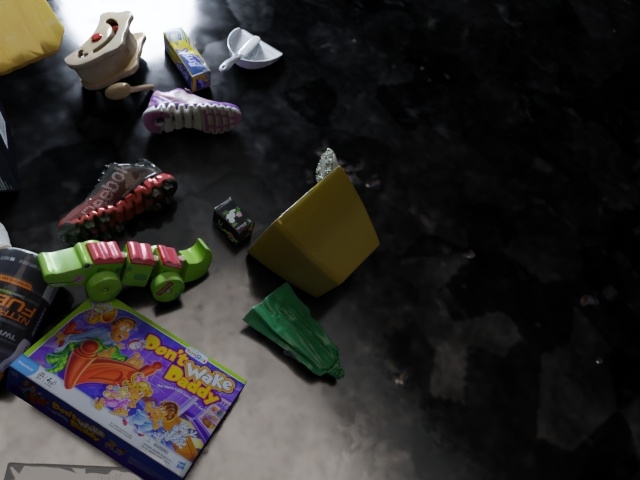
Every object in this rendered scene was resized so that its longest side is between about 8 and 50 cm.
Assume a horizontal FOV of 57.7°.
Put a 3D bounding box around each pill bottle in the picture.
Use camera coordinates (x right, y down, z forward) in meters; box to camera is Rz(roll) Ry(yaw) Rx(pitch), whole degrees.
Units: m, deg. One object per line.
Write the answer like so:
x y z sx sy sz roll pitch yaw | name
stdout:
-0.592 0.147 1.085 0.130 0.130 0.246 16 61 -5 | pill bottle

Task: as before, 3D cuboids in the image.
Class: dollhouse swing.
-0.844 -0.539 1.405 0.347 0.315 0.305 -37 116 -27 | dollhouse swing

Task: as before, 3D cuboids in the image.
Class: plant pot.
0.000 0.000 1.271 0.187 0.212 0.212 47 62 -1 | plant pot

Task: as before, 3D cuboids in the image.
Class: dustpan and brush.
-0.207 -0.496 1.552 0.147 0.060 0.211 32 60 4 | dustpan and brush

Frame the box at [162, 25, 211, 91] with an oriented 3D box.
-0.346 -0.471 1.506 0.054 0.059 0.169 -27 72 -22 | box

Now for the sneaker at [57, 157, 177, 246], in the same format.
-0.455 -0.092 1.261 0.276 0.097 0.135 -36 76 -29 | sneaker

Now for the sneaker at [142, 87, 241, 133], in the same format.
-0.314 -0.326 1.425 0.236 0.095 0.104 -1 56 -13 | sneaker

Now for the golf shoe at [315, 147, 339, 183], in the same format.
0.039 -0.143 1.438 0.086 0.069 0.176 11 62 -31 | golf shoe

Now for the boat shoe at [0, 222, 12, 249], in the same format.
-0.759 0.023 1.132 0.277 0.098 0.096 -12 66 -29 | boat shoe

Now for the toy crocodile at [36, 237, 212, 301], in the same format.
-0.377 0.048 1.157 0.340 0.105 0.115 4 38 -38 | toy crocodile

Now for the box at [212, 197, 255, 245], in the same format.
-0.197 -0.042 1.317 0.083 0.062 0.052 44 60 11 | box

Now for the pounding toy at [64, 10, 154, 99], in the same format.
-0.515 -0.430 1.440 0.154 0.155 0.269 -10 52 13 | pounding toy

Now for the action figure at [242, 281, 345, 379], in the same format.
-0.038 0.208 1.225 0.232 0.063 0.137 42 60 14 | action figure

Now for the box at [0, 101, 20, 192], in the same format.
-0.788 -0.223 1.133 0.294 0.296 0.183 -11 67 -19 | box

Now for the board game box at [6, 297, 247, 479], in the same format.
-0.344 0.265 1.066 0.347 0.078 0.233 31 37 3 | board game box

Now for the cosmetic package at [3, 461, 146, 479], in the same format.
-0.419 0.449 0.996 0.231 0.085 0.117 7 61 -8 | cosmetic package
